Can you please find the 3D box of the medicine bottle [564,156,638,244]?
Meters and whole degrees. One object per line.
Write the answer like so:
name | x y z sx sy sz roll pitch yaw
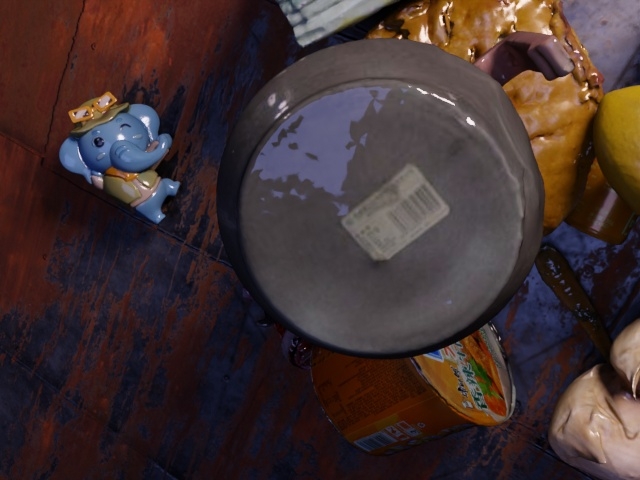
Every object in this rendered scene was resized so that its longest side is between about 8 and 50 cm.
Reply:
medicine bottle | 0.437 -0.096 0.899 0.096 0.096 0.192 28 108 16

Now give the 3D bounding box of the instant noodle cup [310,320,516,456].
instant noodle cup | 0.132 0.195 0.987 0.214 0.296 0.296 -38 83 31

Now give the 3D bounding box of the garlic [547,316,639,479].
garlic | 0.479 0.231 0.862 0.313 0.249 0.286 18 134 -7

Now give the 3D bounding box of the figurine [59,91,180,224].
figurine | -0.374 -0.165 1.216 0.262 0.154 0.180 43 104 -7

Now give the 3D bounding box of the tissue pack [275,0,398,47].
tissue pack | 0.117 -0.462 0.868 0.388 0.287 0.162 -20 127 24

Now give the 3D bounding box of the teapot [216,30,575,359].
teapot | 0.088 -0.087 0.677 0.376 0.362 0.305 -39 102 15

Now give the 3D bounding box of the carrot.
carrot | 0.414 0.115 0.978 0.049 0.049 0.254 -34 89 24

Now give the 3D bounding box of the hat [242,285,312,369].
hat | -0.058 0.133 1.155 0.227 0.129 0.140 35 69 31

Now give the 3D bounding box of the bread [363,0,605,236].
bread | 0.221 -0.173 0.915 0.398 0.215 0.398 3 99 22

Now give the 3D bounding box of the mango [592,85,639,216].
mango | 0.489 -0.074 0.727 0.332 0.142 0.195 8 92 14
